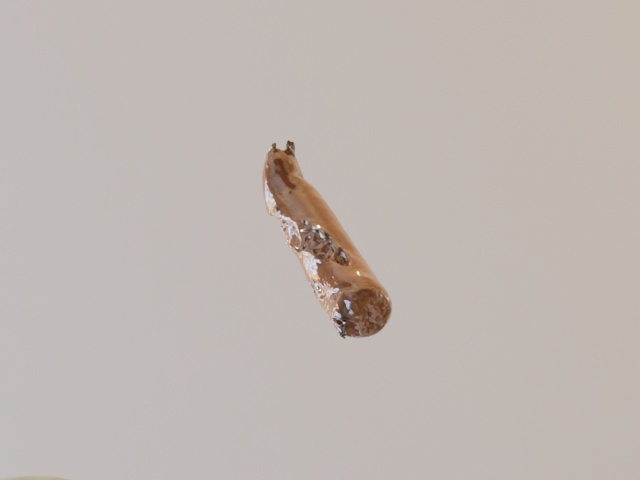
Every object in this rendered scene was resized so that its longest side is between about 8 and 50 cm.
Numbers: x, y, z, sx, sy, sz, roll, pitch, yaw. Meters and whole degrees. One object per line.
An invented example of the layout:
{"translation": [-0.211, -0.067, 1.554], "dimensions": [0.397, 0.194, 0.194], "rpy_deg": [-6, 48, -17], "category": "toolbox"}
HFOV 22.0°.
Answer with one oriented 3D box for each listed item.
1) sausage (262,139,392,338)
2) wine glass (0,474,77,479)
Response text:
{"translation": [0.000, 0.000, 0.952], "dimensions": [0.036, 0.158, 0.042], "rpy_deg": [22, -63, -38], "category": "sausage"}
{"translation": [-0.152, 0.182, 0.952], "dimensions": [0.202, 0.093, 0.093], "rpy_deg": [0, -71, 28], "category": "wine glass"}
